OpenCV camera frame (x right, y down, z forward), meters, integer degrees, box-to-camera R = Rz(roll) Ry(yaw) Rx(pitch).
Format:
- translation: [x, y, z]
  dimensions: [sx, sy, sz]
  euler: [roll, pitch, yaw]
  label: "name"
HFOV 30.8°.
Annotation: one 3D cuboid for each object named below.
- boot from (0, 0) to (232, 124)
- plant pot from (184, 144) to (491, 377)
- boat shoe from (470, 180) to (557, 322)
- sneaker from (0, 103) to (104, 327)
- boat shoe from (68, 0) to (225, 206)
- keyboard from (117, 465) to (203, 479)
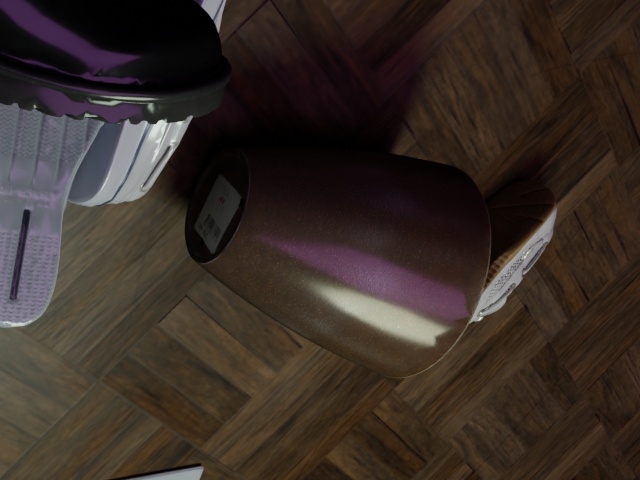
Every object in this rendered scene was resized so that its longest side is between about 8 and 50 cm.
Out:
- translation: [-0.182, -0.223, 0.707]
  dimensions: [0.348, 0.131, 0.260]
  euler: [11, 116, -28]
  label: "boot"
- translation: [0.000, 0.000, 1.074]
  dimensions: [0.230, 0.215, 0.215]
  euler: [17, 111, -33]
  label: "plant pot"
- translation: [0.173, 0.054, 1.336]
  dimensions: [0.277, 0.098, 0.096]
  euler: [-40, 140, -10]
  label: "boat shoe"
- translation: [-0.231, -0.066, 0.885]
  dimensions: [0.094, 0.091, 0.258]
  euler: [15, 91, -36]
  label: "sneaker"
- translation: [-0.128, -0.142, 0.919]
  dimensions: [0.084, 0.095, 0.258]
  euler: [0, 130, -56]
  label: "boat shoe"
- translation: [-0.239, 0.286, 1.237]
  dimensions: [0.256, 0.014, 0.072]
  euler: [-2, 119, -41]
  label: "keyboard"
